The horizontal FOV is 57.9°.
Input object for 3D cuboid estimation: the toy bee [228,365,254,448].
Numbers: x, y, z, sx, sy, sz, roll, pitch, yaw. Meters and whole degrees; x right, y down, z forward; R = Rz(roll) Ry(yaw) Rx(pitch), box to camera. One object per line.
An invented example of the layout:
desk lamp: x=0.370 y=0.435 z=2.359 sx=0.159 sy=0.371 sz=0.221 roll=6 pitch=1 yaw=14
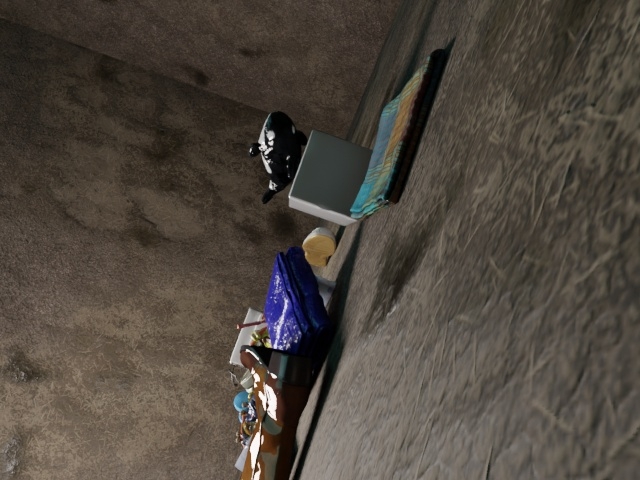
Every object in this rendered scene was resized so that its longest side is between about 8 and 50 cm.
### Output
toy bee: x=-0.186 y=0.494 z=1.789 sx=0.195 sy=0.162 sz=0.298 roll=85 pitch=168 yaw=-59

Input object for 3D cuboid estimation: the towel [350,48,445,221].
towel: x=0.132 y=-0.177 z=1.089 sx=0.370 sy=0.040 sz=0.271 roll=157 pitch=131 yaw=-86

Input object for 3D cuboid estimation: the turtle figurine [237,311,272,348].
turtle figurine: x=-0.124 y=0.269 z=1.521 sx=0.269 sy=0.087 sz=0.217 roll=-8 pitch=-76 yaw=-48

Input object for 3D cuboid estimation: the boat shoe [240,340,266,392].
boat shoe: x=-0.144 y=0.309 z=1.691 sx=0.305 sy=0.091 sz=0.109 roll=-51 pitch=15 yaw=7

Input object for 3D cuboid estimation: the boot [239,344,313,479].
boot: x=-0.104 y=0.344 z=1.082 sx=0.264 sy=0.096 sz=0.280 roll=-3 pitch=75 yaw=56

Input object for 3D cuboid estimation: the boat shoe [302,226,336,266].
boat shoe: x=0.000 y=0.000 z=1.802 sx=0.277 sy=0.098 sz=0.096 roll=114 pitch=174 yaw=-71

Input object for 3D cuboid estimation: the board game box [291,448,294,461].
board game box: x=-0.101 y=0.495 z=1.139 sx=0.136 sy=0.035 sz=0.201 roll=130 pitch=158 yaw=-82

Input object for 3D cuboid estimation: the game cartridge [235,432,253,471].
game cartridge: x=-0.129 y=0.451 z=1.360 sx=0.196 sy=0.060 sz=0.294 roll=-62 pitch=-3 yaw=-30

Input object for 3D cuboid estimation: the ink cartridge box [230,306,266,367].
ink cartridge box: x=-0.192 y=0.367 z=2.037 sx=0.270 sy=0.197 sz=0.198 roll=122 pitch=168 yaw=-77

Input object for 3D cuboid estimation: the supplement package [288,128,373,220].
supplement package: x=0.027 y=-0.150 z=1.482 sx=0.293 sy=0.177 sz=0.175 roll=173 pitch=116 yaw=-86

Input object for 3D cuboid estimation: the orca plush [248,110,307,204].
orca plush: x=-0.106 y=-0.186 z=1.468 sx=0.287 sy=0.151 sz=0.102 roll=-63 pitch=38 yaw=45

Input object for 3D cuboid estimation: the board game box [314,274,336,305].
board game box: x=-0.016 y=0.118 z=1.418 sx=0.090 sy=0.090 sz=0.020 roll=113 pitch=178 yaw=-50

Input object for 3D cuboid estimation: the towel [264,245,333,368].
towel: x=-0.067 y=0.177 z=1.269 sx=0.308 sy=0.076 sz=0.228 roll=-113 pitch=39 yaw=-56

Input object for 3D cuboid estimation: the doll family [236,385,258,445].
doll family: x=-0.160 y=0.494 z=1.598 sx=0.076 sy=0.111 sz=0.193 roll=0 pitch=-81 yaw=-58
